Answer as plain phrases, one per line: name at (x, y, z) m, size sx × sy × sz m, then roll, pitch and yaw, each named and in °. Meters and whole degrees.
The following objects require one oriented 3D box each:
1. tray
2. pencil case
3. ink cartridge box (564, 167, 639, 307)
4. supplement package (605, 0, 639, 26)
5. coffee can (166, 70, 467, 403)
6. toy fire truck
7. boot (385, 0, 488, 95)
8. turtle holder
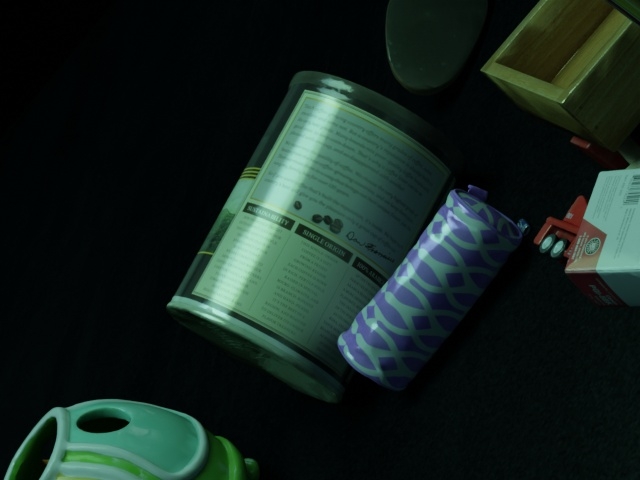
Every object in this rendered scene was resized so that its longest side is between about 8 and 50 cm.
tray at (0.330, -0.268, 1.705) m, size 0.411 × 0.076 × 0.203 m, roll -49°, pitch 19°, yaw 0°
pencil case at (0.100, 0.043, 1.824) m, size 0.206 × 0.086 × 0.088 m, roll -52°, pitch 33°, yaw 14°
ink cartridge box at (0.267, -0.003, 1.484) m, size 0.135 × 0.056 × 0.099 m, roll -3°, pitch 54°, yaw 43°
supplement package at (0.298, -0.222, 1.522) m, size 0.134 × 0.244 × 0.139 m, roll -56°, pitch 19°, yaw 2°
coffee can at (-0.003, -0.003, 1.971) m, size 0.275 × 0.201 × 0.201 m, roll -61°, pitch 20°, yaw -11°
toy fire truck at (0.246, -0.031, 1.648) m, size 0.135 × 0.047 × 0.192 m, roll -56°, pitch 20°, yaw -2°
boot at (0.133, -0.263, 2.257) m, size 0.115 × 0.112 × 0.305 m, roll 98°, pitch -179°, yaw -50°
turtle holder at (-0.201, 0.299, 1.943) m, size 0.243 × 0.227 × 0.320 m, roll -41°, pitch 24°, yaw 37°
